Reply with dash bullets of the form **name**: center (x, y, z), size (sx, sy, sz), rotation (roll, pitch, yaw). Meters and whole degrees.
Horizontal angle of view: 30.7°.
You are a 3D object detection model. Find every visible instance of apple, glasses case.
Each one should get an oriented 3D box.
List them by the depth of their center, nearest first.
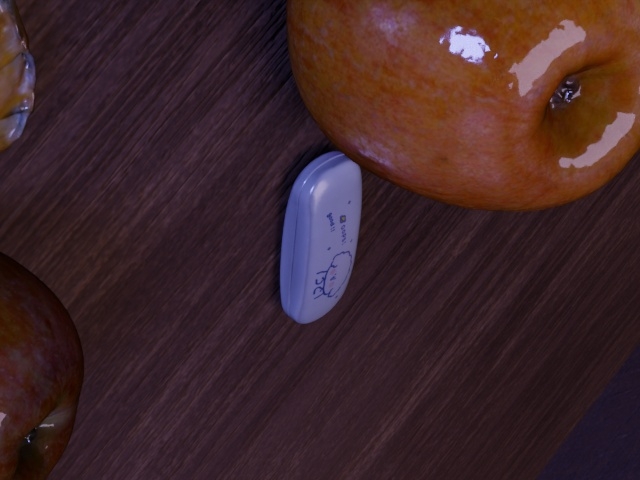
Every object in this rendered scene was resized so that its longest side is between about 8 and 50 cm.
- **apple**: center (-0.242, 0.092, 0.724), size (0.188, 0.174, 0.188), rotation (-59, 164, -28)
- **apple**: center (0.131, -0.165, 0.932), size (0.299, 0.275, 0.299), rotation (-31, 144, -26)
- **glasses case**: center (0.000, 0.000, 1.128), size (0.076, 0.049, 0.197), rotation (-31, 143, -36)

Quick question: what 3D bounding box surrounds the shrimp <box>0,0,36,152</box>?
- **shrimp**: center (-0.248, -0.131, 0.627), size (0.164, 0.062, 0.317), rotation (-37, 150, -25)
